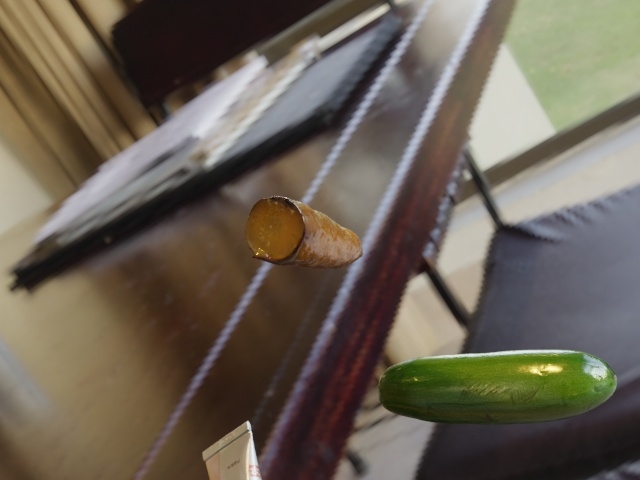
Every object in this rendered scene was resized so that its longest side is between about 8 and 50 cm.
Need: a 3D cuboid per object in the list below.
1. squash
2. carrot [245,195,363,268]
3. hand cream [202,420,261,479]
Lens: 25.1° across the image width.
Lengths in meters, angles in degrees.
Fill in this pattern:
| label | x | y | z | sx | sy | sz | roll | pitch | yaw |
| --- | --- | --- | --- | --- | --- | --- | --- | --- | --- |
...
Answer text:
| label | x | y | z | sx | sy | sz | roll | pitch | yaw |
| --- | --- | --- | --- | --- | --- | --- | --- | --- | --- |
| squash | 0.187 | 0.165 | 1.606 | 0.292 | 0.082 | 0.082 | -6 | 27 | 32 |
| carrot | 0.000 | 0.000 | 1.548 | 0.072 | 0.072 | 0.205 | -26 | -19 | 24 |
| hand cream | -0.065 | 0.261 | 1.237 | 0.052 | 0.038 | 0.216 | -16 | 51 | 2 |
